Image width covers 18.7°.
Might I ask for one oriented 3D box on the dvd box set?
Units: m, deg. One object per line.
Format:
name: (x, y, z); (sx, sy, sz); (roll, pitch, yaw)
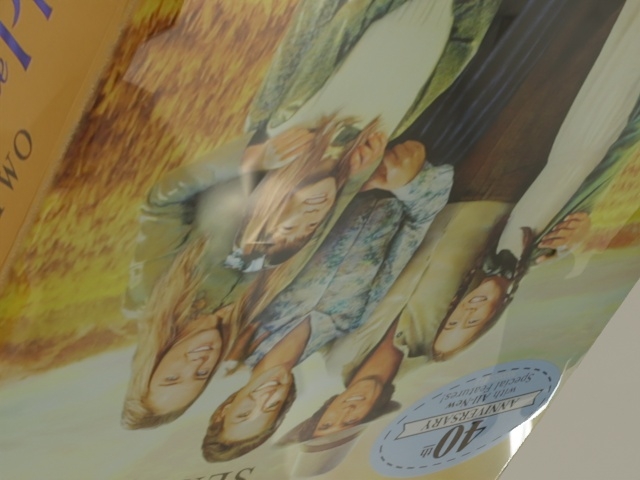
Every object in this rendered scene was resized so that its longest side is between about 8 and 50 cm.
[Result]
dvd box set: (0.000, 0.000, 0.614); (0.062, 0.307, 0.420); (51, -54, 30)
